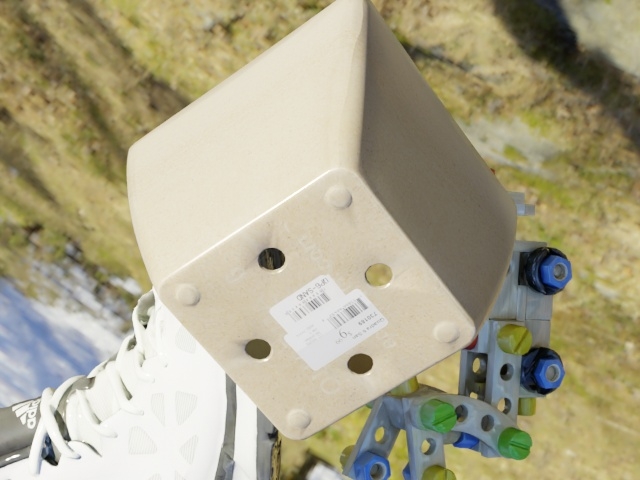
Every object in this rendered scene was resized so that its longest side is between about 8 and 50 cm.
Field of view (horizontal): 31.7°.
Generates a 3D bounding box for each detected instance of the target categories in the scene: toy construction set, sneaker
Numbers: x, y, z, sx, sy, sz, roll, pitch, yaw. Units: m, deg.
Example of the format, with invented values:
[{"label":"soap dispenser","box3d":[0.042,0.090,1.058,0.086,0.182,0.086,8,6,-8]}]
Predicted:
[{"label":"toy construction set","box3d":[0.141,0.085,1.094,0.215,0.327,0.151,3,-164,-28]},{"label":"sneaker","box3d":[-0.159,0.133,0.908,0.258,0.169,0.447,4,124,0]}]

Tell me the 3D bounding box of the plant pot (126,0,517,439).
[{"label":"plant pot","box3d":[0.000,0.000,0.382,0.109,0.096,0.109,-32,111,17]}]
